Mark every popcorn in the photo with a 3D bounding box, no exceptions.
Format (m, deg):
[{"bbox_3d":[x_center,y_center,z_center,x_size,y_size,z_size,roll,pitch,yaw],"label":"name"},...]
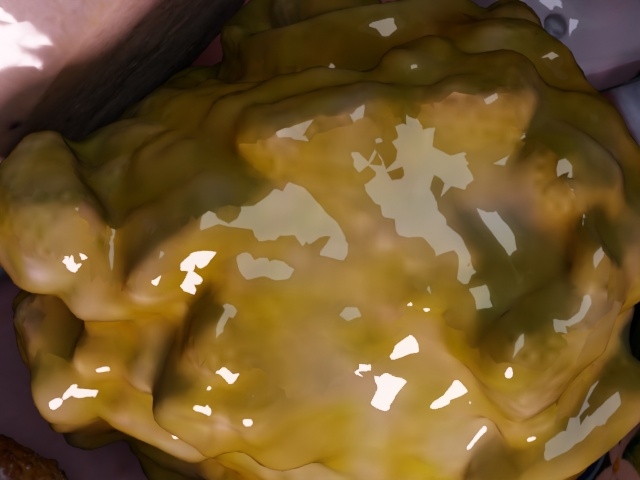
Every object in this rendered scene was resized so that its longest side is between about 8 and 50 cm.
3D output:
[{"bbox_3d":[0.000,0.000,0.513,0.250,0.242,0.234,-2,85,1],"label":"popcorn"}]

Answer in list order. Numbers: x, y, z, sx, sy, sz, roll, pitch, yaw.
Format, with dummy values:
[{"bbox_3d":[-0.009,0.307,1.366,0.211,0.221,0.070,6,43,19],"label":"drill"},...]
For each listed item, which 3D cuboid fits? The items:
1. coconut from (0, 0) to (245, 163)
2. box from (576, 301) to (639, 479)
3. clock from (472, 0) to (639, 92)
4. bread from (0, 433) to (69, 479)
[{"bbox_3d":[-0.158,-0.158,0.512,0.247,0.245,0.245,45,72,2],"label":"coconut"},{"bbox_3d":[0.156,0.066,0.521,0.083,0.232,0.142,15,74,-4],"label":"box"},{"bbox_3d":[0.179,-0.213,0.660,0.262,0.116,0.231,-19,81,-15],"label":"clock"},{"bbox_3d":[-0.177,0.166,0.516,0.193,0.064,0.193,4,78,-17],"label":"bread"}]
